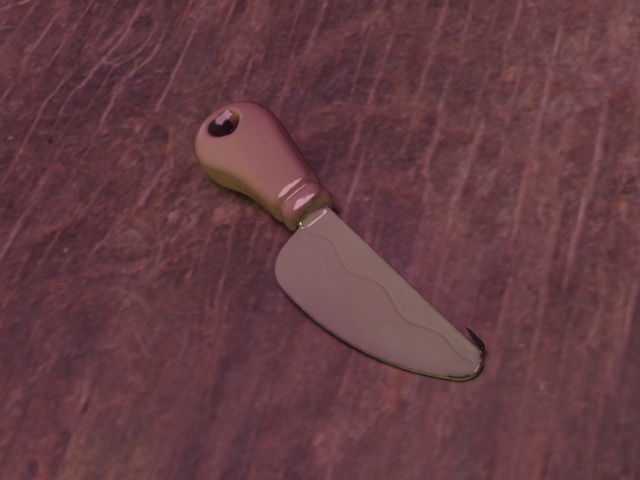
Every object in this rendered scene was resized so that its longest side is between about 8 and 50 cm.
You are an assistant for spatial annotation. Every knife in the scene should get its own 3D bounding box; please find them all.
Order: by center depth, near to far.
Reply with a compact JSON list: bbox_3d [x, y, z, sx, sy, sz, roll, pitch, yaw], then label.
[{"bbox_3d":[-0.003,0.001,1.059,0.081,0.043,0.336,-37,47,-5],"label":"knife"}]
